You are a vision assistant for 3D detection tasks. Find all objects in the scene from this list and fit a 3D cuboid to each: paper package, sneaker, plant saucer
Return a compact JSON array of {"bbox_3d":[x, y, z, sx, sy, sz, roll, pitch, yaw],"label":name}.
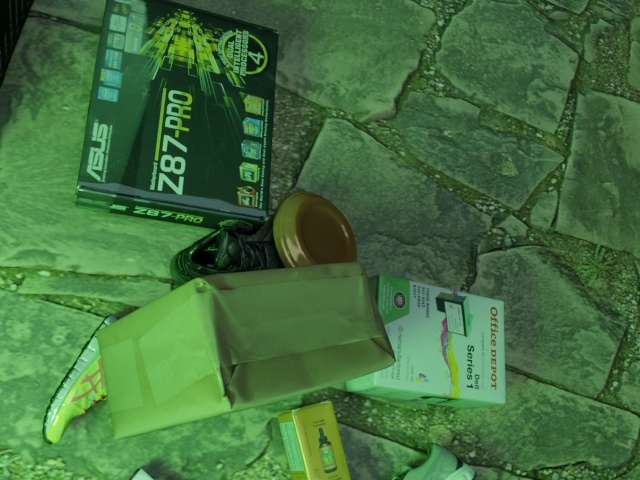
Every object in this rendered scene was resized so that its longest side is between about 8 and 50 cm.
[{"bbox_3d":[-0.115,0.157,0.992,0.310,0.325,0.168,-3,74,-43],"label":"paper package"},{"bbox_3d":[-0.129,0.032,1.173,0.228,0.130,0.087,0,75,-27],"label":"sneaker"},{"bbox_3d":[0.000,0.000,1.255,0.200,0.037,0.199,24,54,-37],"label":"plant saucer"},{"bbox_3d":[0.146,0.463,1.191,0.272,0.100,0.108,-37,67,-27],"label":"sneaker"},{"bbox_3d":[-0.338,0.217,1.042,0.094,0.081,0.208,35,62,-13],"label":"sneaker"}]

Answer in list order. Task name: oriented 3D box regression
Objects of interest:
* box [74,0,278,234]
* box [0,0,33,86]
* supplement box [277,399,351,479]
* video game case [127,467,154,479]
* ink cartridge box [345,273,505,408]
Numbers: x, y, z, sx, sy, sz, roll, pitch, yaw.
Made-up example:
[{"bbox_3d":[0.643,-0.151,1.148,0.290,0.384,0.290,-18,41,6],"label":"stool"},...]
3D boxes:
[{"bbox_3d":[-0.243,-0.226,1.223,0.319,0.097,0.394,10,70,-19],"label":"box"},{"bbox_3d":[-0.561,-0.392,0.909,0.298,0.480,0.471,14,67,-18],"label":"box"},{"bbox_3d":[-0.001,0.390,1.145,0.078,0.080,0.233,-8,78,-28],"label":"supplement box"},{"bbox_3d":[-0.266,0.493,1.007,0.210,0.042,0.232,44,61,-5],"label":"video game case"},{"bbox_3d":[0.199,0.192,1.278,0.278,0.117,0.201,13,69,-21],"label":"ink cartridge box"}]
